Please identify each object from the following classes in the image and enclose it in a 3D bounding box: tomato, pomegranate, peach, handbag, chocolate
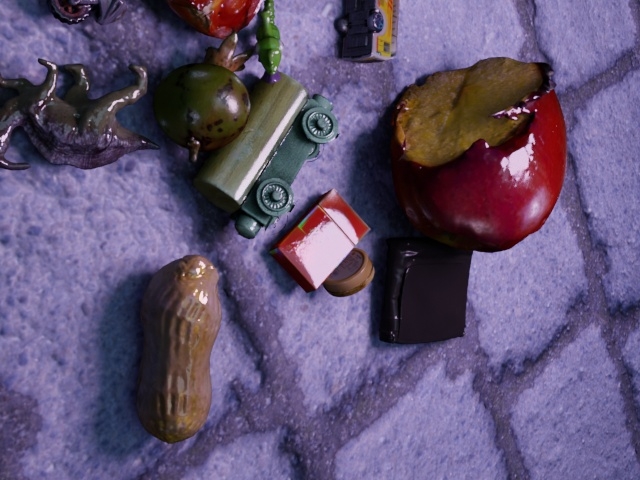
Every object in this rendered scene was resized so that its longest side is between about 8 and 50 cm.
[{"bbox_3d":[-0.189,-0.454,1.315,0.200,0.139,0.233,-58,158,-13],"label":"tomato"},{"bbox_3d":[-0.178,-0.235,1.331,0.156,0.156,0.220,59,43,-24],"label":"pomegranate"},{"bbox_3d":[0.316,-0.187,1.617,0.353,0.339,0.417,28,71,-58],"label":"peach"},{"bbox_3d":[0.220,0.103,1.710,0.247,0.080,0.223,1,98,-41],"label":"handbag"},{"bbox_3d":[-0.233,0.174,1.318,0.134,0.134,0.309,6,92,-39],"label":"chocolate"}]

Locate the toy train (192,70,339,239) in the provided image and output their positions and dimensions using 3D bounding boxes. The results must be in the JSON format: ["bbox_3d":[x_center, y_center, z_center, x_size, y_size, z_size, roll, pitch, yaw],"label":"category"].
[{"bbox_3d":[-0.097,-0.151,1.434,0.189,0.126,0.307,31,71,-2],"label":"toy train"}]

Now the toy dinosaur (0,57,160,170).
[{"bbox_3d":[-0.380,-0.188,1.218,0.294,0.077,0.162,-3,98,-24],"label":"toy dinosaur"}]

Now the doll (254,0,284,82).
[{"bbox_3d":[-0.090,-0.352,1.398,0.050,0.190,0.115,1,128,-6],"label":"doll"}]

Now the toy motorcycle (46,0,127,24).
[{"bbox_3d":[-0.339,-0.422,1.234,0.122,0.080,0.215,18,76,-38],"label":"toy motorcycle"}]

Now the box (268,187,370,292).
[{"bbox_3d":[0.001,0.000,1.524,0.112,0.048,0.175,47,63,-10],"label":"box"}]

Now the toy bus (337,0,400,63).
[{"bbox_3d":[0.103,-0.477,1.581,0.106,0.092,0.268,5,88,-48],"label":"toy bus"}]

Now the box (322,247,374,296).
[{"bbox_3d":[0.050,0.060,1.548,0.105,0.105,0.037,-48,128,-26],"label":"box"}]
